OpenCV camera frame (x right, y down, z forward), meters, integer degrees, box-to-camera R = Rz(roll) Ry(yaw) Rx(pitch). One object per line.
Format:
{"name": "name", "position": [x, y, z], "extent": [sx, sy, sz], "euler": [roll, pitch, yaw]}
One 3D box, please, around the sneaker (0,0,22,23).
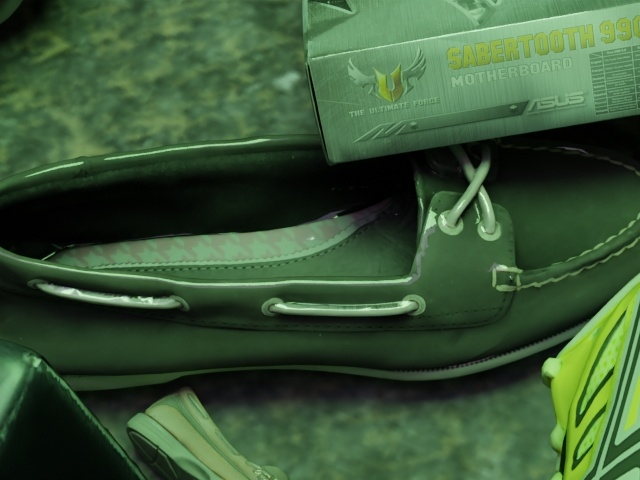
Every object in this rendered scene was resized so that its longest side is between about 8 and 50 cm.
{"name": "sneaker", "position": [-0.198, -0.193, 0.921], "extent": [0.127, 0.126, 0.321], "euler": [37, 51, -21]}

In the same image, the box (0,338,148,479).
{"name": "box", "position": [-0.364, 0.223, 0.642], "extent": [0.471, 0.297, 0.480], "euler": [18, 68, 19]}

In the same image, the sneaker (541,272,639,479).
{"name": "sneaker", "position": [0.124, 0.102, 0.515], "extent": [0.147, 0.145, 0.385], "euler": [18, 68, 50]}

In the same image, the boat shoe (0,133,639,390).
{"name": "boat shoe", "position": [0.000, 0.000, 0.793], "extent": [0.335, 0.095, 0.112], "euler": [-8, 50, 5]}

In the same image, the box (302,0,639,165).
{"name": "box", "position": [0.108, -0.117, 0.816], "extent": [0.231, 0.056, 0.183], "euler": [-9, 29, 5]}

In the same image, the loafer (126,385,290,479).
{"name": "loafer", "position": [-0.034, 0.109, 0.783], "extent": [0.125, 0.045, 0.039], "euler": [35, 63, 27]}
